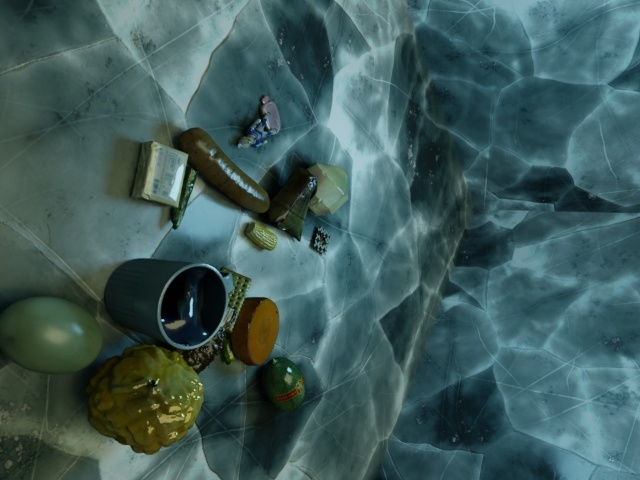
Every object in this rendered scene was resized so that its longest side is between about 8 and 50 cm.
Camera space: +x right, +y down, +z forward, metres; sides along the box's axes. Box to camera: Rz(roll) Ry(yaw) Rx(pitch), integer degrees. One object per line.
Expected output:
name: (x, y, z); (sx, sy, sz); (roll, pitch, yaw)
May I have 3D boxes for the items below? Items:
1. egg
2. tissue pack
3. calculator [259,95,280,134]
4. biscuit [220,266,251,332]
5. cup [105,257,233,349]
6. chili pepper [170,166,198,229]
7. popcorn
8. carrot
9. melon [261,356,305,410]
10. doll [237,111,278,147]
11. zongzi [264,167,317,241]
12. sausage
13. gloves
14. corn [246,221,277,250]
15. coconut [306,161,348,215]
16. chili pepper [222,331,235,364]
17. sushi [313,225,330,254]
egg: (-0.732, 0.260, 1.279); (0.282, 0.203, 0.202); (49, 56, -46)
tissue pack: (-0.539, -0.221, 1.575); (0.148, 0.092, 0.196); (17, 81, -51)
calculator: (-0.216, -0.540, 2.020); (0.103, 0.024, 0.165); (-44, 128, -41)
biscuit: (-0.369, 0.233, 1.847); (0.139, 0.016, 0.231); (25, 70, -11)
cup: (-0.481, 0.162, 1.510); (0.331, 0.312, 0.256); (-57, 135, -33)
chili pepper: (-0.491, -0.147, 1.657); (0.059, 0.088, 0.226); (16, 83, -38)
popcorn: (-0.556, 0.515, 1.470); (0.349, 0.349, 0.381); (-7, 135, -52)
carrot: (-0.267, 0.383, 1.959); (0.258, 0.100, 0.306); (-41, 129, -54)
melon: (-0.166, 0.633, 2.083); (0.182, 0.182, 0.287); (-46, 126, -40)
doll: (-0.262, -0.433, 1.933); (0.227, 0.057, 0.113); (-47, 137, -33)
zongzi: (-0.090, -0.145, 2.102); (0.286, 0.138, 0.300); (-50, 141, -3)
sausage: (-0.355, -0.241, 1.794); (0.501, 0.123, 0.136); (44, 35, -45)
gloves: (-0.450, 0.352, 1.691); (0.211, 0.135, 0.312); (30, 61, -18)
corn: (-0.250, -0.018, 1.999); (0.165, 0.063, 0.085); (41, 71, -45)
coconut: (0.022, -0.248, 2.203); (0.259, 0.260, 0.259); (-8, 100, -52)
chili pepper: (-0.378, 0.402, 1.885); (0.050, 0.052, 0.201); (-53, 139, -77)
sushi: (0.000, 0.000, 2.362); (0.126, 0.026, 0.120); (37, 62, -53)
